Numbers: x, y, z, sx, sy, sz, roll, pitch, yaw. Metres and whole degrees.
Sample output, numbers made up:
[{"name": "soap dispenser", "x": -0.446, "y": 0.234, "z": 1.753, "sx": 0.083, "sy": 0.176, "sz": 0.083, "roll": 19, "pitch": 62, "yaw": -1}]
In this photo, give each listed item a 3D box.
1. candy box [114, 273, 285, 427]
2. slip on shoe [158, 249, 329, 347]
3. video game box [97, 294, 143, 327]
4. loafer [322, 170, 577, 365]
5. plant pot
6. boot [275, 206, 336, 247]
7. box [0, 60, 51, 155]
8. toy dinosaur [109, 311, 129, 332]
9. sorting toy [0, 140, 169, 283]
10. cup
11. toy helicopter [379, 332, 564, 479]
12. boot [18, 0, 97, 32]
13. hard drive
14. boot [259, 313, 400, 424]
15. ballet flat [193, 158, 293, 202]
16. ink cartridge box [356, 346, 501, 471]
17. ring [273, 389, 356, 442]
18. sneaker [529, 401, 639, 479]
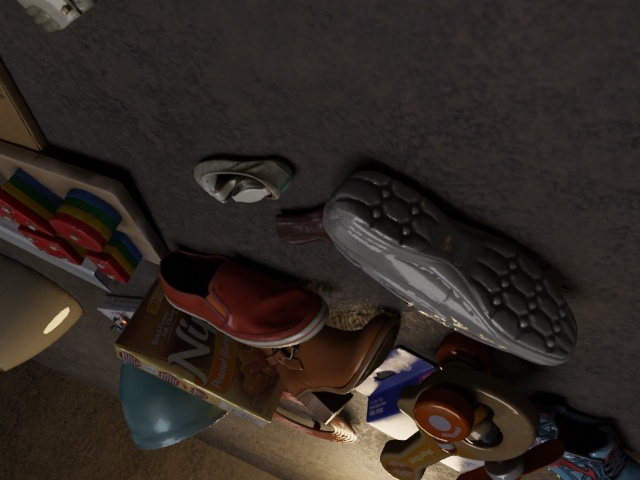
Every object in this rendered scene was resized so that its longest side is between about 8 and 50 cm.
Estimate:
[{"name": "candy box", "x": -0.205, "y": 0.204, "z": 1.110, "sx": 0.316, "sy": 0.183, "sz": 0.087, "roll": 28, "pitch": 149, "yaw": -3}, {"name": "slip on shoe", "x": -0.140, "y": 0.089, "z": 0.953, "sx": 0.331, "sy": 0.123, "sz": 0.101, "roll": 14, "pitch": 145, "yaw": 29}, {"name": "video game box", "x": -0.424, "y": 0.213, "z": 1.436, "sx": 0.187, "sy": 0.048, "sz": 0.205, "roll": 1, "pitch": 142, "yaw": 40}, {"name": "loafer", "x": 0.145, "y": 0.038, "z": 0.660, "sx": 0.319, "sy": 0.112, "sz": 0.111, "roll": 36, "pitch": 155, "yaw": -2}, {"name": "plant pot", "x": -0.318, "y": 0.285, "z": 1.273, "sx": 0.293, "sy": 0.293, "sz": 0.196, "roll": -12, "pitch": 106, "yaw": 47}, {"name": "boot", "x": 0.000, "y": 0.000, "z": 0.773, "sx": 0.114, "sy": 0.037, "sz": 0.106, "roll": -11, "pitch": 121, "yaw": 42}, {"name": "box", "x": -0.499, "y": -0.214, "z": 0.835, "sx": 0.164, "sy": 0.021, "sz": 0.201, "roll": 20, "pitch": 151, "yaw": 10}, {"name": "toy dinosaur", "x": -0.459, "y": 0.213, "z": 1.378, "sx": 0.082, "sy": 0.047, "sz": 0.090, "roll": 24, "pitch": 144, "yaw": -34}, {"name": "sorting toy", "x": -0.419, "y": -0.032, "z": 0.973, "sx": 0.257, "sy": 0.089, "sz": 0.255, "roll": 18, "pitch": 155, "yaw": 14}, {"name": "cup", "x": -0.875, "y": 0.217, "z": 1.600, "sx": 0.331, "sy": 0.237, "sz": 0.331, "roll": 19, "pitch": 149, "yaw": 12}, {"name": "toy helicopter", "x": 0.213, "y": 0.321, "z": 0.925, "sx": 0.235, "sy": 0.140, "sz": 0.355, "roll": 35, "pitch": 137, "yaw": 1}, {"name": "boot", "x": -0.257, "y": -0.274, "z": 0.496, "sx": 0.213, "sy": 0.077, "sz": 0.165, "roll": -5, "pitch": 138, "yaw": 50}, {"name": "hard drive", "x": -0.579, "y": 0.007, "z": 1.200, "sx": 0.308, "sy": 0.040, "sz": 0.203, "roll": 27, "pitch": 162, "yaw": -1}, {"name": "boot", "x": -0.004, "y": 0.163, "z": 0.989, "sx": 0.220, "sy": 0.109, "sz": 0.283, "roll": 44, "pitch": 136, "yaw": 16}, {"name": "ballet flat", "x": -0.109, "y": -0.073, "z": 0.726, "sx": 0.168, "sy": 0.052, "sz": 0.057, "roll": 0, "pitch": 142, "yaw": 38}, {"name": "ink cartridge box", "x": 0.220, "y": 0.344, "z": 1.125, "sx": 0.330, "sy": 0.071, "sz": 0.324, "roll": 27, "pitch": 151, "yaw": -5}, {"name": "ring", "x": -0.057, "y": 0.458, "z": 1.558, "sx": 0.337, "sy": 0.032, "sz": 0.336, "roll": 20, "pitch": 150, "yaw": 12}, {"name": "sneaker", "x": 0.435, "y": 0.346, "z": 0.924, "sx": 0.262, "sy": 0.104, "sz": 0.125, "roll": 29, "pitch": 148, "yaw": -6}]
